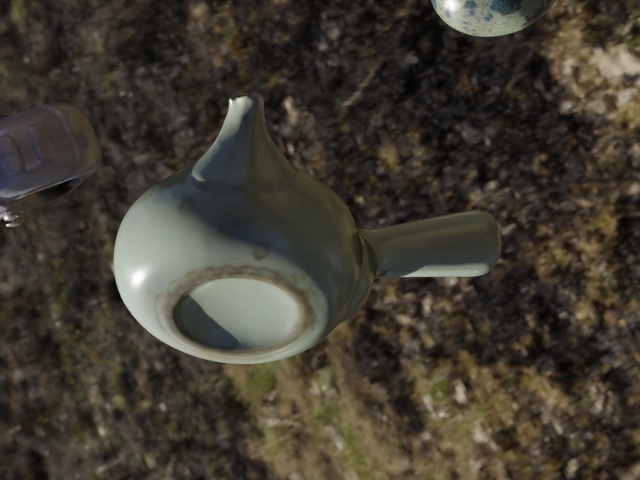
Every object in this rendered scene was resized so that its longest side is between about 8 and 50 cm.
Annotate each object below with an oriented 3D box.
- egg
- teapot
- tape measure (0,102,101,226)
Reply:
[{"bbox_3d":[0.244,-0.358,1.707,0.141,0.181,0.141,6,-90,-87],"label":"egg"},{"bbox_3d":[-0.018,0.021,1.041,0.220,0.318,0.149,-37,41,37],"label":"teapot"},{"bbox_3d":[-0.342,-0.084,1.351,0.236,0.197,0.120,-56,-57,-86],"label":"tape measure"}]
